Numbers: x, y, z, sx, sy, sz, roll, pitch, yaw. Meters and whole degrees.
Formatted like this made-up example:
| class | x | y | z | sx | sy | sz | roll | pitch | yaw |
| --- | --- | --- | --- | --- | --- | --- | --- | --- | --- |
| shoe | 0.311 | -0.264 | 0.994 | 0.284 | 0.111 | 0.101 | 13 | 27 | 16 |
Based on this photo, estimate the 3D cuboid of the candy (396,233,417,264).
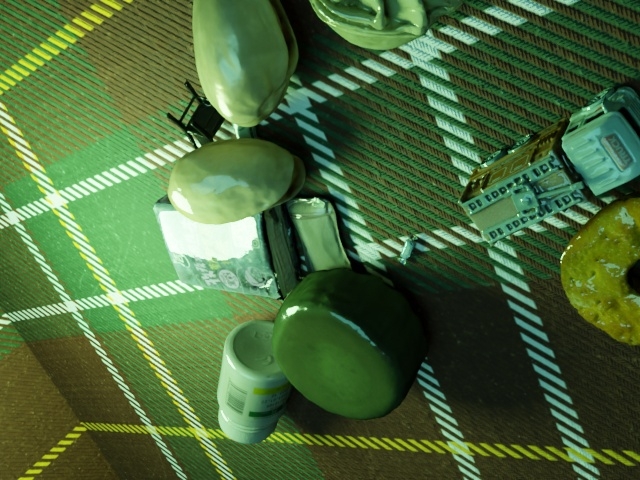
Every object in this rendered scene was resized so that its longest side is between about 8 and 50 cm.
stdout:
| class | x | y | z | sx | sy | sz | roll | pitch | yaw |
| --- | --- | --- | --- | --- | --- | --- | --- | --- | --- |
| candy | 0.187 | 0.018 | 1.302 | 0.030 | 0.020 | 0.083 | 27 | 130 | 15 |

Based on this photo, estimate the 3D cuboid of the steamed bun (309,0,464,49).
| class | x | y | z | sx | sy | sz | roll | pitch | yaw |
| --- | --- | --- | --- | --- | --- | --- | --- | --- | --- |
| steamed bun | 0.100 | -0.445 | 0.926 | 0.289 | 0.203 | 0.275 | -20 | 107 | 39 |

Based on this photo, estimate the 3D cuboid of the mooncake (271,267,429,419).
| class | x | y | z | sx | sy | sz | roll | pitch | yaw |
| --- | --- | --- | --- | --- | --- | --- | --- | --- | --- |
| mooncake | 0.066 | 0.233 | 1.404 | 0.357 | 0.194 | 0.356 | 17 | 128 | 23 |

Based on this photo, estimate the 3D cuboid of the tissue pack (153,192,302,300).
| class | x | y | z | sx | sy | sz | roll | pitch | yaw |
| --- | --- | --- | --- | --- | --- | --- | --- | --- | --- |
| tissue pack | -0.238 | 0.005 | 1.515 | 0.362 | 0.122 | 0.259 | 5 | 120 | 33 |

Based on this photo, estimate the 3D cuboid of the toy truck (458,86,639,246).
| class | x | y | z | sx | sy | sz | roll | pitch | yaw |
| --- | --- | --- | --- | --- | --- | --- | --- | --- | --- |
| toy truck | 0.384 | -0.113 | 0.986 | 0.305 | 0.162 | 0.136 | -32 | 99 | 42 |

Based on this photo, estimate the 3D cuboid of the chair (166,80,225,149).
| class | x | y | z | sx | sy | sz | roll | pitch | yaw |
| --- | --- | --- | --- | --- | --- | --- | --- | --- | --- |
| chair | -0.256 | -0.260 | 1.386 | 0.084 | 0.101 | 0.212 | 21 | 166 | 22 |

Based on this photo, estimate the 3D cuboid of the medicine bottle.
| class | x | y | z | sx | sy | sz | roll | pitch | yaw |
| --- | --- | --- | --- | --- | --- | --- | --- | --- | --- |
| medicine bottle | -0.181 | 0.404 | 1.676 | 0.208 | 0.208 | 0.339 | 28 | 131 | 16 |

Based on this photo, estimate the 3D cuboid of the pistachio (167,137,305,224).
| class | x | y | z | sx | sy | sz | roll | pitch | yaw |
| --- | --- | --- | --- | --- | --- | --- | --- | --- | --- |
| pistachio | -0.189 | -0.128 | 1.310 | 0.300 | 0.187 | 0.187 | -6 | 118 | 13 |

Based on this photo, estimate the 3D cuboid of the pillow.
| class | x | y | z | sx | sy | sz | roll | pitch | yaw |
| --- | --- | --- | --- | --- | --- | --- | --- | --- | --- |
| pillow | 0.000 | 0.000 | 1.402 | 0.131 | 0.038 | 0.232 | -3 | 120 | 32 |

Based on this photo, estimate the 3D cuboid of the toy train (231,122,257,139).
| class | x | y | z | sx | sy | sz | roll | pitch | yaw |
| --- | --- | --- | --- | --- | --- | --- | --- | --- | --- |
| toy train | -0.181 | -0.301 | 1.317 | 0.043 | 0.047 | 0.207 | 5 | 121 | 33 |

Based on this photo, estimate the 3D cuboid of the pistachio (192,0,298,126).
| class | x | y | z | sx | sy | sz | roll | pitch | yaw |
| --- | --- | --- | --- | --- | --- | --- | --- | --- | --- |
| pistachio | -0.152 | -0.379 | 1.148 | 0.214 | 0.193 | 0.317 | -5 | 106 | 23 |

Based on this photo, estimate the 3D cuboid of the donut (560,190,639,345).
| class | x | y | z | sx | sy | sz | roll | pitch | yaw |
| --- | --- | --- | --- | --- | --- | --- | --- | --- | --- |
| donut | 0.567 | 0.039 | 1.005 | 0.303 | 0.110 | 0.302 | 19 | 129 | 25 |
